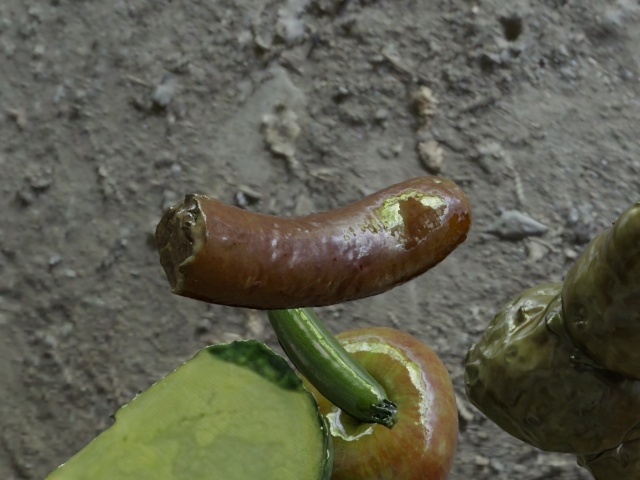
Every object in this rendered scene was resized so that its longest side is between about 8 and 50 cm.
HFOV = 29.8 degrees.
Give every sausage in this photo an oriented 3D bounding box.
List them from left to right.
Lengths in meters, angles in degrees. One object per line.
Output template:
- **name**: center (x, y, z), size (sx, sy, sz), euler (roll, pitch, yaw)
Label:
- **sausage**: center (-0.001, 0.004, 0.947), size (0.076, 0.302, 0.103), euler (44, 125, 38)

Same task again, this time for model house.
- **model house**: center (-0.123, 0.322, 1.396), size (0.321, 0.266, 0.261), euler (-38, 58, -21)

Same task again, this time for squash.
- **squash**: center (0.004, 0.165, 1.683), size (0.071, 0.080, 0.318), euler (-33, 54, -15)

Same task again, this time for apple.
- **apple**: center (0.078, 0.289, 1.828), size (0.277, 0.250, 0.309), euler (18, 62, 22)

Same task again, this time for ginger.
- **ginger**: center (0.283, 0.091, 1.099), size (0.256, 0.375, 0.176), euler (18, 50, 0)
